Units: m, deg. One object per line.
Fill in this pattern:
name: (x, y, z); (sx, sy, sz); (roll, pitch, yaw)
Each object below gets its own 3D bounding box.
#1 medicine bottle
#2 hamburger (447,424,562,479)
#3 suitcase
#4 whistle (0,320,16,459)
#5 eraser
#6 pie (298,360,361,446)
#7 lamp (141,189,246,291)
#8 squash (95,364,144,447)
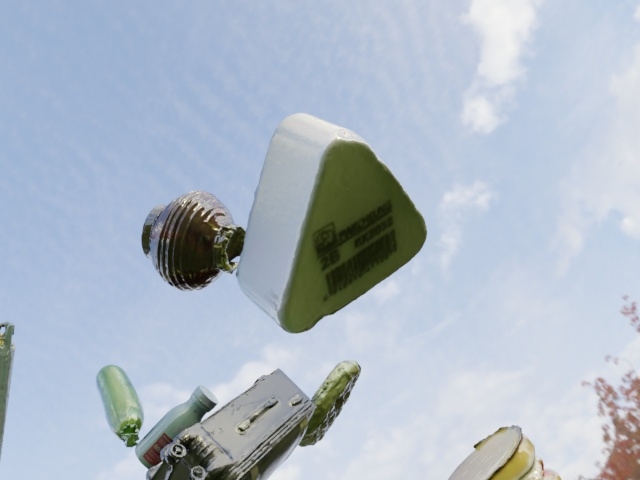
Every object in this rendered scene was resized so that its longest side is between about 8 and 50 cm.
medicine bottle: (-0.349, 0.458, 1.339); (0.217, 0.090, 0.090); (-46, -49, -6)
hamburger: (0.412, 0.574, 1.236); (0.261, 0.186, 0.303); (-41, -9, -2)
suitcase: (-0.195, 0.478, 1.239); (0.283, 0.194, 0.434); (-56, -15, 25)
whistle: (-0.540, 0.295, 0.882); (0.067, 0.327, 0.057); (-8, -18, 17)
eraser: (0.000, 0.000, 0.903); (0.331, 0.150, 0.332); (-22, -52, -30)
pie: (0.024, 0.475, 1.583); (0.306, 0.071, 0.306); (-52, -20, -27)
lamp: (-0.291, 0.003, 1.287); (0.246, 0.247, 0.247); (-14, -53, -20)
squash: (-0.551, 0.448, 1.504); (0.101, 0.378, 0.102); (-8, -72, -27)
